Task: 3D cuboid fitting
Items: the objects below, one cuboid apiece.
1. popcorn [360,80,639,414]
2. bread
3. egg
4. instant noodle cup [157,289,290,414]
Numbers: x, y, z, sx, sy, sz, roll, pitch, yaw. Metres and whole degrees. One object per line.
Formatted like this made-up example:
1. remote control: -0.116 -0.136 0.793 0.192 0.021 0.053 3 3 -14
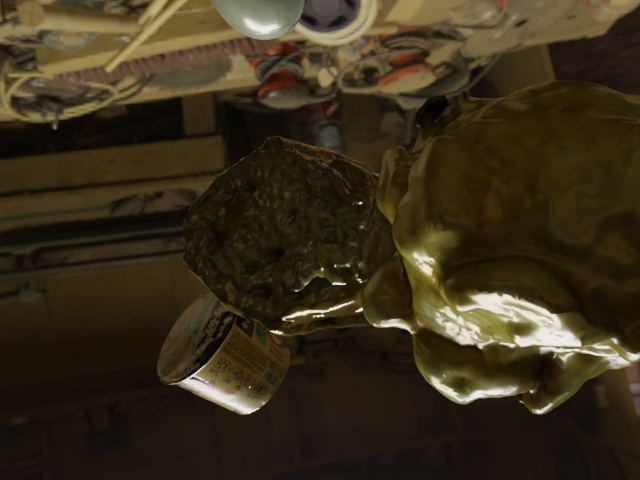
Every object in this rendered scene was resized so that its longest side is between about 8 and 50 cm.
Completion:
1. popcorn: 0.166 -0.002 0.472 0.287 0.215 0.252 4 156 -36
2. bread: 0.005 0.003 0.780 0.239 0.196 0.252 -35 158 31
3. egg: -0.126 -0.498 1.312 0.187 0.253 0.186 -25 -156 12
4. instant noodle cup: -0.122 0.151 0.922 0.151 0.151 0.122 -19 127 44
